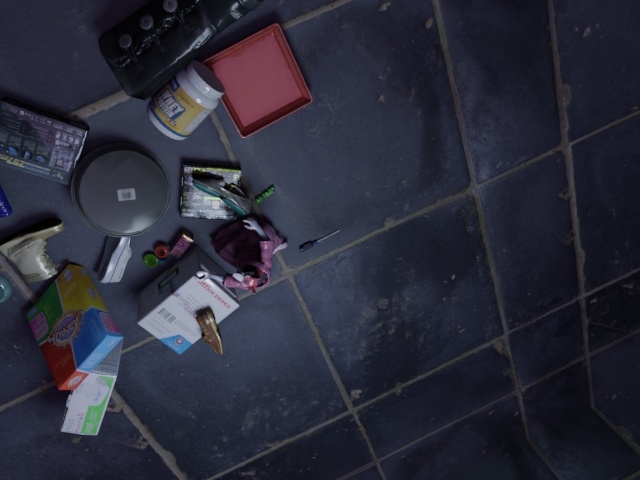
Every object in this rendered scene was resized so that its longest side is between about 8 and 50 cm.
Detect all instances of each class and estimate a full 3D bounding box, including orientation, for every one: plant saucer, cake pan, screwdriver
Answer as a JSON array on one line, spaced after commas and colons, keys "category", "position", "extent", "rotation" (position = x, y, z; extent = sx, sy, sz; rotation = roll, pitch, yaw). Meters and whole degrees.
[{"category": "plant saucer", "position": [-0.191, -0.489, 1.553], "extent": [0.258, 0.048, 0.259], "rotation": [-29, 119, -2]}, {"category": "cake pan", "position": [-0.600, -0.148, 1.542], "extent": [0.293, 0.054, 0.293], "rotation": [-8, 106, -28]}, {"category": "plant saucer", "position": [-1.061, 0.161, 1.617], "extent": [0.119, 0.021, 0.119], "rotation": [-7, 116, -14]}, {"category": "screwdriver", "position": [0.000, 0.000, 1.860], "extent": [0.170, 0.025, 0.024], "rotation": [-24, 120, -4]}]

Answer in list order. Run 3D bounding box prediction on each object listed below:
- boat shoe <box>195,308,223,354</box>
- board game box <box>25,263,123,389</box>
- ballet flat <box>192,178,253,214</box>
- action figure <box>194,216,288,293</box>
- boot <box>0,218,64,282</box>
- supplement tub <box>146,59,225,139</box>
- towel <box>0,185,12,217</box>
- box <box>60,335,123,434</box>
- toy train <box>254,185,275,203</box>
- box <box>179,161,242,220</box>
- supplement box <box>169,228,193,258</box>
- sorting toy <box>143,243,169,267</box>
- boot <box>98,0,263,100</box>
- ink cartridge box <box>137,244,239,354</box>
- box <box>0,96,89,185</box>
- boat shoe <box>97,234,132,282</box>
[{"category": "boat shoe", "position": [-0.362, 0.305, 1.654], "extent": [0.060, 0.064, 0.178], "rotation": [-16, 122, -9]}, {"category": "board game box", "position": [-0.786, 0.269, 1.595], "extent": [0.242, 0.316, 0.064], "rotation": [-47, 152, 8]}, {"category": "ballet flat", "position": [-0.311, -0.158, 1.624], "extent": [0.213, 0.072, 0.068], "rotation": [32, 75, -28]}, {"category": "action figure", "position": [-0.234, 0.077, 1.628], "extent": [0.248, 0.370, 0.276], "rotation": [-39, 123, 7]}, {"category": "boot", "position": [-0.871, 0.034, 1.583], "extent": [0.213, 0.077, 0.165], "rotation": [-23, 119, 1]}, {"category": "supplement tub", "position": [-0.388, -0.404, 1.456], "extent": [0.199, 0.144, 0.144], "rotation": [-39, 120, 21]}, {"category": "towel", "position": [-1.027, -0.195, 1.408], "extent": [0.227, 0.076, 0.308], "rotation": [-8, 120, 2]}, {"category": "box", "position": [-0.787, 0.486, 1.738], "extent": [0.127, 0.231, 0.262], "rotation": [17, 108, -23]}, {"category": "toy train", "position": [-0.190, -0.157, 1.731], "extent": [0.083, 0.017, 0.024], "rotation": [-36, 129, 2]}, {"category": "box", "position": [-0.364, -0.160, 1.662], "extent": [0.190, 0.045, 0.184], "rotation": [2, 112, -17]}, {"category": "supplement box", "position": [-0.470, 0.010, 1.705], "extent": [0.043, 0.055, 0.083], "rotation": [34, 101, -26]}, {"category": "sorting toy", "position": [-0.551, 0.052, 1.714], "extent": [0.102, 0.042, 0.061], "rotation": [-36, 105, 16]}, {"category": "boot", "position": [-0.410, -0.642, 1.345], "extent": [0.445, 0.367, 0.146], "rotation": [-30, 164, 22]}, {"category": "ink cartridge box", "position": [-0.451, 0.199, 1.718], "extent": [0.270, 0.197, 0.198], "rotation": [-39, 121, 4]}, {"category": "box", "position": [-0.815, -0.282, 1.456], "extent": [0.232, 0.059, 0.183], "rotation": [17, 109, -24]}, {"category": "boat shoe", "position": [-0.662, 0.037, 1.658], "extent": [0.076, 0.083, 0.226], "rotation": [11, 113, -51]}]
